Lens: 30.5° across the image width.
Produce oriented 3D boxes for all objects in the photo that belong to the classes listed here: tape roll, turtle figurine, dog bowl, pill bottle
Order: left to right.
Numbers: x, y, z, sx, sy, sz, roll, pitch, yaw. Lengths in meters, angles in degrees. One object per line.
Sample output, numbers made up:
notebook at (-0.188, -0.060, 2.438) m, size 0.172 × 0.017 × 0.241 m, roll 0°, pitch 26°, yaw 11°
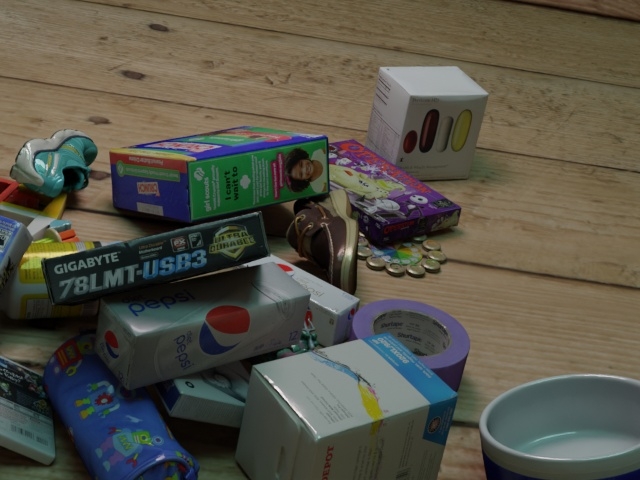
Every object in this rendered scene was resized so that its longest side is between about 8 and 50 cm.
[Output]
pill bottle at (-0.431, 0.062, 1.823) m, size 0.209 × 0.119 × 0.119 m, roll -1°, pitch 31°, yaw -21°
turtle figurine at (-0.070, 0.148, 1.805) m, size 0.175 × 0.118 × 0.234 m, roll 40°, pitch 6°, yaw -44°
tape roll at (0.136, 0.176, 1.850) m, size 0.189 × 0.080 × 0.189 m, roll 8°, pitch 30°, yaw -5°
dog bowl at (0.355, 0.284, 1.616) m, size 0.265 × 0.104 × 0.265 m, roll -8°, pitch 16°, yaw 2°

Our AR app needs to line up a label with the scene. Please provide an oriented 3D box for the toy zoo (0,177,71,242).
toy zoo at (-0.579, -0.054, 2.069) m, size 0.293 × 0.030 × 0.192 m, roll 14°, pitch 29°, yaw 5°

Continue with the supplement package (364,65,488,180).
supplement package at (0.222, -0.249, 2.494) m, size 0.194 × 0.203 × 0.149 m, roll -4°, pitch 33°, yaw -24°

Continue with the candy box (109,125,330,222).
candy box at (-0.186, -0.128, 2.157) m, size 0.317 × 0.122 × 0.268 m, roll -16°, pitch 18°, yaw -38°

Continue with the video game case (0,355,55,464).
video game case at (-0.444, 0.207, 1.575) m, size 0.190 × 0.022 × 0.173 m, roll 31°, pitch 19°, yaw -29°

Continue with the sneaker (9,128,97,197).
sneaker at (-0.473, -0.129, 2.156) m, size 0.110 × 0.107 × 0.275 m, roll 33°, pitch 18°, yaw 2°

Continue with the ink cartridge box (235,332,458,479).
ink cartridge box at (0.032, 0.255, 1.583) m, size 0.233 × 0.171 × 0.168 m, roll -10°, pitch 35°, yaw -33°

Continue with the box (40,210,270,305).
box at (-0.229, 0.029, 1.652) m, size 0.296 × 0.073 × 0.293 m, roll -14°, pitch -2°, yaw -7°

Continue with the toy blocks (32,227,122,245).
toy blocks at (-0.412, 0.016, 1.976) m, size 0.148 × 0.054 × 0.123 m, roll -19°, pitch 41°, yaw -42°

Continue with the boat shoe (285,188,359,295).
boat shoe at (0.000, 0.000, 2.085) m, size 0.123 × 0.123 × 0.342 m, roll 0°, pitch 26°, yaw -4°

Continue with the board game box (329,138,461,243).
board game box at (0.090, -0.105, 2.348) m, size 0.208 × 0.056 × 0.347 m, roll -9°, pitch 32°, yaw -39°

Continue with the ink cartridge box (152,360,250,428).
ink cartridge box at (-0.155, 0.188, 1.681) m, size 0.224 × 0.045 × 0.223 m, roll 20°, pitch 19°, yaw -39°

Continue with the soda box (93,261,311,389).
soda box at (-0.157, 0.111, 1.598) m, size 0.286 × 0.091 × 0.098 m, roll -11°, pitch 37°, yaw -37°

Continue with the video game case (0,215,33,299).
video game case at (-0.598, 0.050, 1.716) m, size 0.270 × 0.061 × 0.244 m, roll 17°, pitch 68°, yaw 12°

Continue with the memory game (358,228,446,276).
memory game at (0.145, 0.016, 2.200) m, size 0.186 × 0.012 × 0.186 m, roll 8°, pitch 29°, yaw -4°

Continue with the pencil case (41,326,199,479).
pencil case at (-0.265, 0.246, 1.553) m, size 0.133 × 0.119 × 0.306 m, roll -25°, pitch 42°, yaw -17°

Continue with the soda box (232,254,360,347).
soda box at (-0.044, 0.094, 1.939) m, size 0.216 × 0.073 × 0.069 m, roll 27°, pitch 33°, yaw 27°
